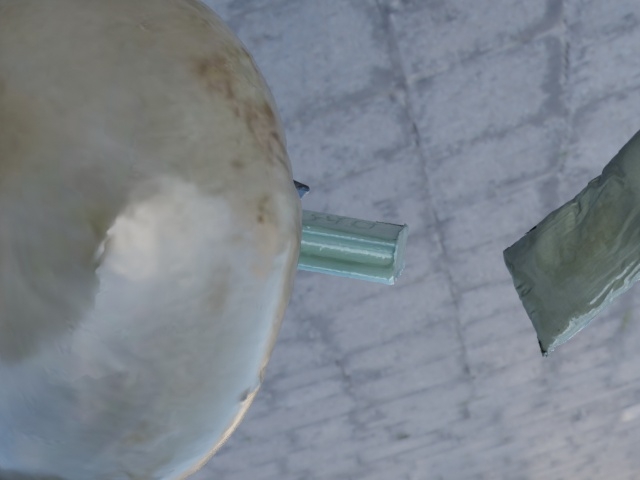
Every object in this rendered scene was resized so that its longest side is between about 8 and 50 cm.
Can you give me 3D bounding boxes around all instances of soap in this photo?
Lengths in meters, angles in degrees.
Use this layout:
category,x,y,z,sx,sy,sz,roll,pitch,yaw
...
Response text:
category,x,y,z,sx,sy,sz,roll,pitch,yaw
soap,0.000,0.000,1.328,0.198,0.063,0.114,9,-171,9

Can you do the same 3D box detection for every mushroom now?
category,x,y,z,sx,sy,sz,roll,pitch,yaw
mushroom,-0.147,-0.004,0.772,0.294,0.362,0.362,-5,157,-46

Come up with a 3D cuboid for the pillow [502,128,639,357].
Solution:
category,x,y,z,sx,sy,sz,roll,pitch,yaw
pillow,0.288,-0.003,1.147,0.050,0.148,0.230,26,122,-33
